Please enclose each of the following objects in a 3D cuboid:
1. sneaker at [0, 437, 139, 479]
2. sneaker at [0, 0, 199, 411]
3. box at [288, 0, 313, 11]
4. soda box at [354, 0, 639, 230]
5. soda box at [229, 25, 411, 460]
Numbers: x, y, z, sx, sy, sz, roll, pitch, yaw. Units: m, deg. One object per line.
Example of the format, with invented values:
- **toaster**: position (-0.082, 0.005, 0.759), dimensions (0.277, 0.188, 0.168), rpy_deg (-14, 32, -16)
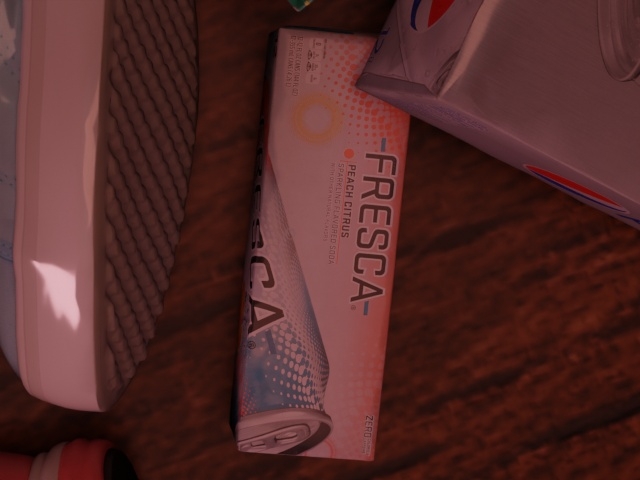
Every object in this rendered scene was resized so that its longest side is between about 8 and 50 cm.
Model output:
- **sneaker**: position (-0.152, 0.239, 0.711), dimensions (0.136, 0.116, 0.314), rpy_deg (3, 85, 5)
- **sneaker**: position (-0.138, -0.113, 0.677), dimensions (0.150, 0.135, 0.366), rpy_deg (-1, 94, 14)
- **box**: position (0.010, -0.179, 0.678), dimensions (0.105, 0.043, 0.179), rpy_deg (49, 46, -7)
- **soda box**: position (0.166, -0.044, 0.690), dimensions (0.286, 0.091, 0.098), rpy_deg (26, 90, -20)
- **soda box**: position (0.000, 0.000, 0.722), dimensions (0.063, 0.058, 0.183), rpy_deg (5, 94, -7)
